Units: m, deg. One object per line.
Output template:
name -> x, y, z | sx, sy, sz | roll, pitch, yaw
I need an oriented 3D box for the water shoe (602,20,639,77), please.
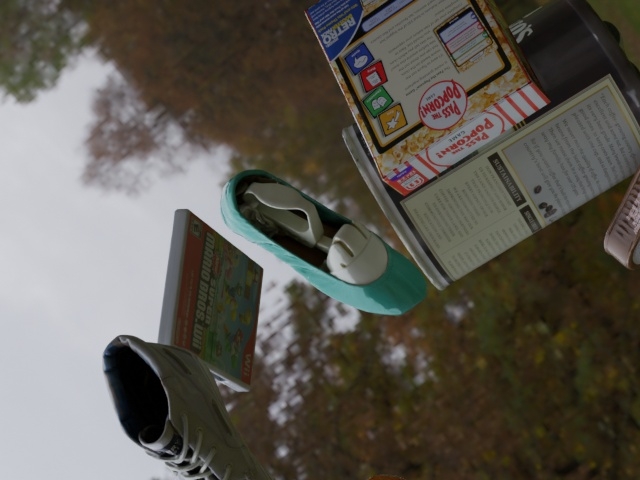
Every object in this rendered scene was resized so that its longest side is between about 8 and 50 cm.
water shoe -> 0.484, -0.290, 2.205 | 0.203, 0.073, 0.080 | -102, -1, -45

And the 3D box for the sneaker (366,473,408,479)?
sneaker -> 0.088, 0.327, 1.258 | 0.121, 0.099, 0.262 | 17, 138, 61

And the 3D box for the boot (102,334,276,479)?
boot -> -0.115, 0.197, 1.162 | 0.258, 0.095, 0.123 | 55, -168, 28

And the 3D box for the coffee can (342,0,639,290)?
coffee can -> 0.190, -0.102, 1.350 | 0.201, 0.275, 0.201 | 57, -172, -12

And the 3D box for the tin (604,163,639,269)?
tin -> 0.346, -0.049, 1.294 | 0.106, 0.190, 0.040 | -24, -126, -37

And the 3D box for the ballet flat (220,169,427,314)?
ballet flat -> 0.000, 0.000, 1.379 | 0.247, 0.083, 0.087 | 28, 158, 11

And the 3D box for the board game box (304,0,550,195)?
board game box -> 0.085, -0.157, 1.104 | 0.045, 0.147, 0.193 | 31, -148, -55

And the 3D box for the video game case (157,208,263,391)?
video game case -> -0.157, 0.095, 1.938 | 0.285, 0.025, 0.204 | 43, -131, -63
